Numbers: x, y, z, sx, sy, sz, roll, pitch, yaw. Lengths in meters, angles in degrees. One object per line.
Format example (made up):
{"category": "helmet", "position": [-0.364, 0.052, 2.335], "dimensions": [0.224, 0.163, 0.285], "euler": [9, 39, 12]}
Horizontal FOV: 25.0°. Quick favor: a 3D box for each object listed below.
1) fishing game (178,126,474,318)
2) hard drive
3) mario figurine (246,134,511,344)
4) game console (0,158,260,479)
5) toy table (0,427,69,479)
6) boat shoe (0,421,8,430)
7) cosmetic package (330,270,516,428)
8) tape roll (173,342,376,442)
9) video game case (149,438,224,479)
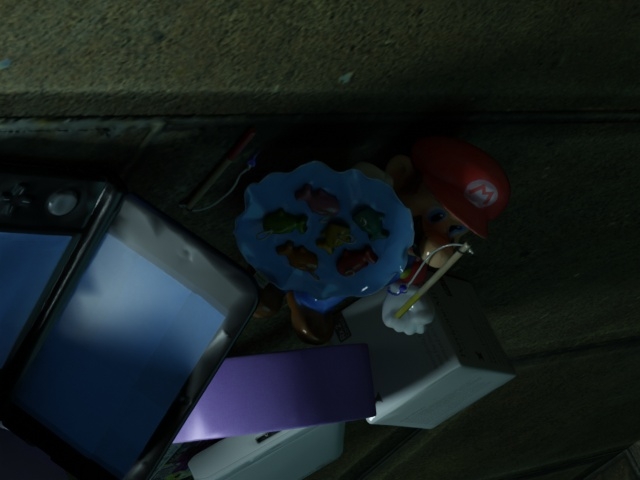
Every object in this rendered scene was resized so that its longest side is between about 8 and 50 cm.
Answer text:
{"category": "fishing game", "position": [0.000, 0.000, 1.423], "dimensions": [0.264, 0.041, 0.189], "euler": [30, 132, -20]}
{"category": "hard drive", "position": [-0.071, 0.318, 2.122], "dimensions": [0.233, 0.047, 0.353], "euler": [-29, 163, -10]}
{"category": "mario figurine", "position": [0.065, 0.016, 1.515], "dimensions": [0.320, 0.170, 0.198], "euler": [-35, 169, 31]}
{"category": "game console", "position": [-0.244, 0.094, 1.288], "dimensions": [0.250, 0.173, 0.293], "euler": [3, 127, -47]}
{"category": "toy table", "position": [-0.346, 0.285, 1.326], "dimensions": [0.161, 0.252, 0.274], "euler": [-64, 164, 9]}
{"category": "boat shoe", "position": [-0.359, 0.148, 1.471], "dimensions": [0.301, 0.102, 0.108], "euler": [-15, 125, -35]}
{"category": "cosmetic package", "position": [0.131, 0.143, 1.883], "dimensions": [0.151, 0.151, 0.183], "euler": [-35, 156, 21]}
{"category": "tape roll", "position": [-0.074, 0.181, 1.708], "dimensions": [0.274, 0.090, 0.275], "euler": [-7, 174, -1]}
{"category": "video game case", "position": [-0.207, 0.290, 1.997], "dimensions": [0.210, 0.042, 0.232], "euler": [-8, 152, -36]}
